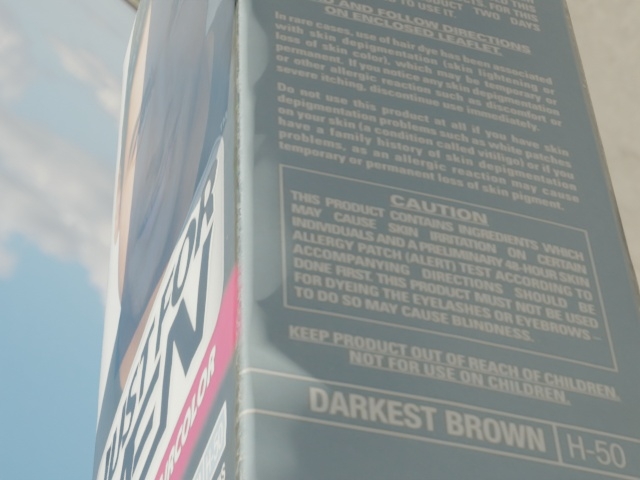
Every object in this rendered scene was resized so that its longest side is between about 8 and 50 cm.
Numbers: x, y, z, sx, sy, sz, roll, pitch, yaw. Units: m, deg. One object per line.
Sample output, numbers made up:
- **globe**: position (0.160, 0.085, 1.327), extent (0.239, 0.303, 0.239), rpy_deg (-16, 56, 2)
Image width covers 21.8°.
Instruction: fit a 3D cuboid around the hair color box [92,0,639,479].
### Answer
- **hair color box**: position (0.000, 0.000, 0.532), extent (0.114, 0.185, 0.374), rpy_deg (12, -138, -13)
